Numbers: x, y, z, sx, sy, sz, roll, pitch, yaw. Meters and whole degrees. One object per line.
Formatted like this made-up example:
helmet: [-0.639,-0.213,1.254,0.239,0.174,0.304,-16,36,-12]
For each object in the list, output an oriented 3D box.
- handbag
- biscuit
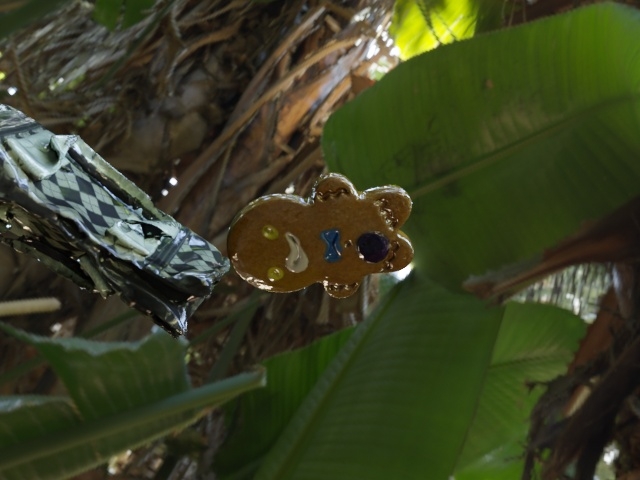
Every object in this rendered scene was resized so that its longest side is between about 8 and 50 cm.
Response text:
handbag: [-0.310,-0.026,1.116,0.416,0.180,0.317,34,-2,-9]
biscuit: [0.000,0.000,1.109,0.236,0.039,0.180,-8,-57,2]
